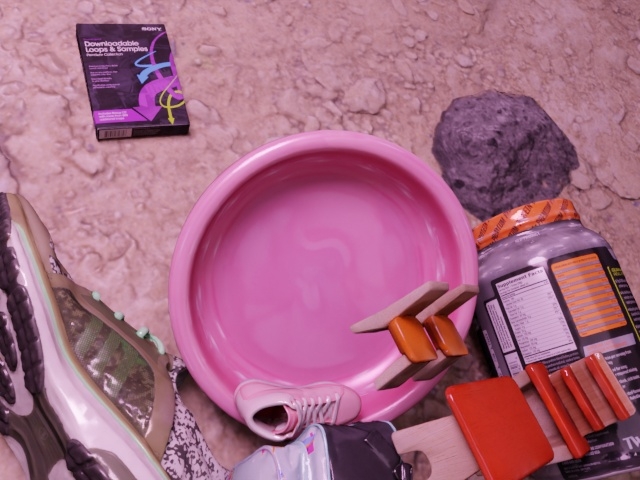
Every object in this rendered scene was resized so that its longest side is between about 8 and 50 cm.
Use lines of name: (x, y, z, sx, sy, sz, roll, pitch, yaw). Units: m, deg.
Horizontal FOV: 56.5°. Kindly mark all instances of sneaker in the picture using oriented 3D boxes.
sneaker: (-0.016, 0.171, 0.586, 0.134, 0.070, 0.051, 10, 95, -16)
sneaker: (-0.218, 0.133, 0.594, 0.182, 0.158, 0.410, -10, 66, -58)

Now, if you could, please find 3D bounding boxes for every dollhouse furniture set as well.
dollhouse furniture set: (0.184, 0.163, 0.542, 0.259, 0.135, 0.262, 11, 49, -54)

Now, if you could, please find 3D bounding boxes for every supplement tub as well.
supplement tub: (0.301, 0.120, 0.745, 0.193, 0.193, 0.316, -7, 70, -24)

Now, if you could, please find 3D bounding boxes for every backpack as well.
backpack: (-0.011, 0.259, 0.523, 0.144, 0.188, 0.166, 2, 58, -22)

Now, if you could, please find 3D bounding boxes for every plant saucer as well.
plant saucer: (0.005, 0.048, 0.650, 0.332, 0.084, 0.332, -2, 100, -13)

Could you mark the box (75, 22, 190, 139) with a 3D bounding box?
box: (-0.243, -0.209, 0.770, 0.116, 0.029, 0.162, -10, 70, -25)
